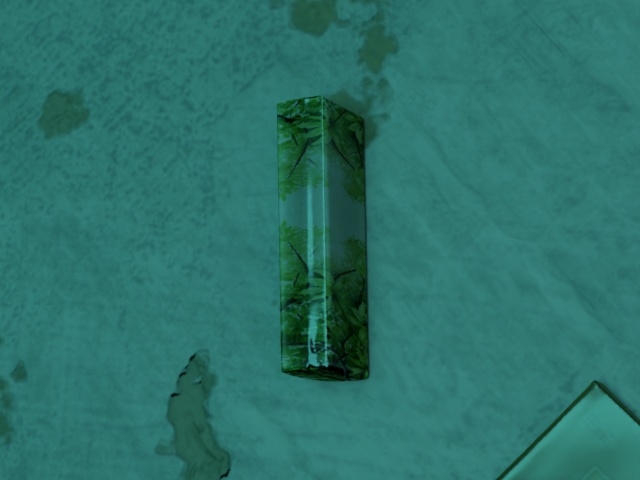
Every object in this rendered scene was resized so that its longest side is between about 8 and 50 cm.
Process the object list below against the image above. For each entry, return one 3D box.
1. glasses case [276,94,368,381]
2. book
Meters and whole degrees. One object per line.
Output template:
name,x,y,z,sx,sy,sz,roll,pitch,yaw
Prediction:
glasses case,0.000,0.000,1.844,0.062,0.095,0.272,-7,76,26
book,0.217,0.307,1.683,0.310,0.021,0.217,-44,64,0
